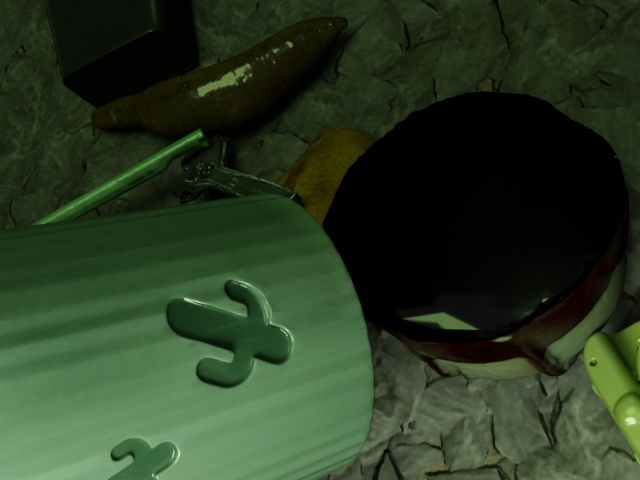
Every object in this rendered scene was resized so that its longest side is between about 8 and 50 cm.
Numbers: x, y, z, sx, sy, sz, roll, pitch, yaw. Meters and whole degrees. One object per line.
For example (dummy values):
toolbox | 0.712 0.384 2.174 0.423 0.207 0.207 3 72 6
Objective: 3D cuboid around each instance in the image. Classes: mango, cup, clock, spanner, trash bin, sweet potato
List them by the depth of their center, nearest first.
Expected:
cup | -0.188 0.161 1.267 0.392 0.401 0.310 -14 39 -27
clock | 0.358 0.103 1.282 0.232 0.069 0.170 -35 54 9
mango | -0.005 -0.001 1.495 0.177 0.120 0.295 -29 46 50
spanner | -0.090 -0.062 1.564 0.093 0.026 0.325 -47 25 -9
sweet potato | -0.126 -0.166 1.693 0.346 0.079 0.108 -16 24 23
trash bin | -0.250 -0.295 1.805 0.165 0.115 0.225 -24 58 18

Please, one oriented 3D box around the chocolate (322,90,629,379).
chocolate | 0.163 0.018 1.365 0.283 0.186 0.283 -13 48 15

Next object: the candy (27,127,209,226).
candy | -0.319 -0.018 1.699 0.440 0.119 0.119 -30 55 13
